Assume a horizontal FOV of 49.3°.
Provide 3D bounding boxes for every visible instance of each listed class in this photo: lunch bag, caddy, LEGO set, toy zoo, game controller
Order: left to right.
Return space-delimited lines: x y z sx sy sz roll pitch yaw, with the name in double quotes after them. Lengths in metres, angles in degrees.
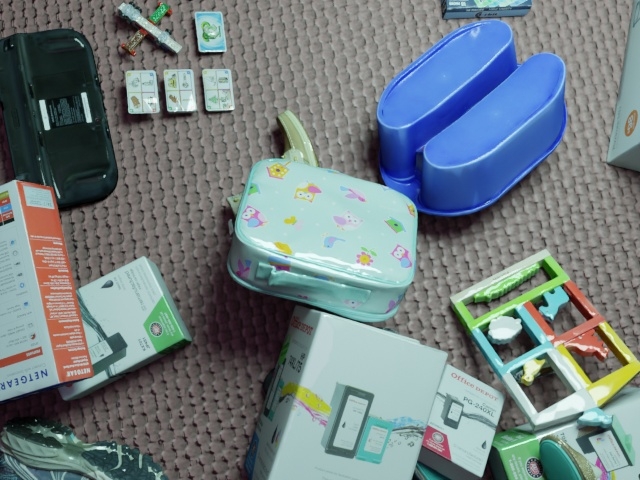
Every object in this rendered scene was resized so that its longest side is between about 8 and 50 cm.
-0.452 -0.211 1.190 0.166 0.067 0.319 -11 81 -19 "game controller"
-0.257 -0.336 1.233 0.182 0.060 0.244 -6 81 -16 "LEGO set"
0.000 0.000 1.035 0.279 0.108 0.224 14 46 -5 "lunch bag"
0.249 -0.195 1.157 0.341 0.179 0.241 -39 60 -8 "caddy"
0.362 0.167 1.107 0.192 0.030 0.293 -26 57 -7 "toy zoo"

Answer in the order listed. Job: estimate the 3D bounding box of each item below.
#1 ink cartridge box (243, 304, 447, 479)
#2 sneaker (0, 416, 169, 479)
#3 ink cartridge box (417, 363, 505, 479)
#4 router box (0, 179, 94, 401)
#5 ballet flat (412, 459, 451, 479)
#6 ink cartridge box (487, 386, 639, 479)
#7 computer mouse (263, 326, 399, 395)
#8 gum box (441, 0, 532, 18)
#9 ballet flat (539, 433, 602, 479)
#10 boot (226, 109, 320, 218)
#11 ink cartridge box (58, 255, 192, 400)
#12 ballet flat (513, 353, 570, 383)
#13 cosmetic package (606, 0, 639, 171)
0.030 0.253 1.027 0.197 0.198 0.270 19 84 -11 "ink cartridge box"
-0.365 0.374 1.077 0.283 0.110 0.122 22 98 4 "sneaker"
0.213 0.286 1.094 0.109 0.063 0.150 28 54 1 "ink cartridge box"
-0.533 0.106 1.053 0.335 0.082 0.301 -18 81 16 "router box"
0.201 0.401 1.099 0.203 0.074 0.074 36 80 6 "ballet flat"
0.424 0.370 1.091 0.278 0.117 0.201 -18 81 -5 "ink cartridge box"
0.021 0.201 1.142 0.242 0.041 0.071 -23 81 -7 "computer mouse"
0.296 -0.502 1.277 0.157 0.041 0.184 -4 79 -4 "gum box"
0.384 0.367 1.006 0.067 0.073 0.206 -20 83 -32 "ballet flat"
-0.082 -0.101 1.172 0.165 0.077 0.213 -19 86 -4 "boot"
-0.334 0.141 1.112 0.208 0.087 0.153 -28 82 -6 "ink cartridge box"
0.364 0.208 1.157 0.114 0.041 0.041 -18 81 -5 "ballet flat"
0.600 -0.328 1.139 0.097 0.284 0.377 13 79 1 "cosmetic package"
